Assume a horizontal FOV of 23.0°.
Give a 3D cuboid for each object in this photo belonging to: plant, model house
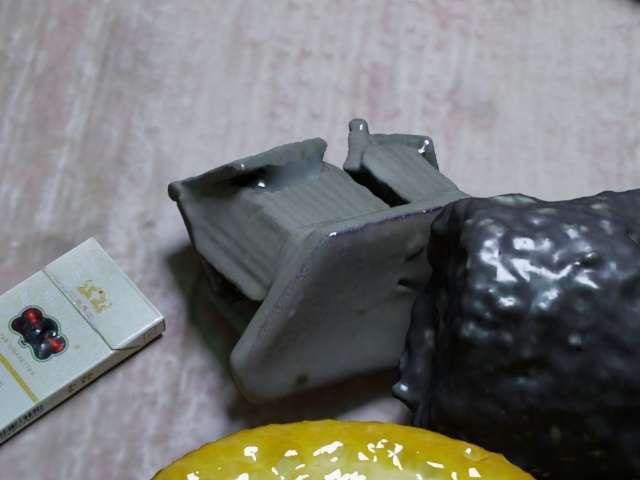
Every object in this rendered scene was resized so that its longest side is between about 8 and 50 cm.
[{"bbox_3d":[0.172,0.064,1.003,0.234,0.178,0.204,7,19,-5],"label":"plant"},{"bbox_3d":[0.004,-0.003,1.105,0.229,0.122,0.188,-16,44,-28],"label":"model house"}]

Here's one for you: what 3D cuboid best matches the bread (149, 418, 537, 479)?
[{"bbox_3d":[0.021,0.264,0.878,0.358,0.204,0.337,13,62,5],"label":"bread"}]

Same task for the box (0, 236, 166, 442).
[{"bbox_3d":[-0.201,0.075,1.099,0.167,0.024,0.090,-35,64,-21],"label":"box"}]
